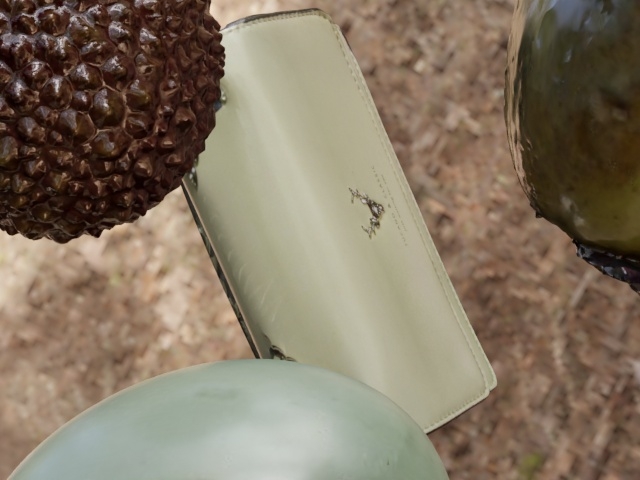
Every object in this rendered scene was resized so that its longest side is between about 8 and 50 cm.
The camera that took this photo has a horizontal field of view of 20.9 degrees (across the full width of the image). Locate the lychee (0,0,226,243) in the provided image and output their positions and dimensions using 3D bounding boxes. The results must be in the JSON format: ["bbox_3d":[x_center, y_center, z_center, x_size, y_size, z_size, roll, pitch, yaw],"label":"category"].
[{"bbox_3d":[-0.138,-0.094,0.899,0.188,0.188,0.188,-42,32,35],"label":"lychee"}]

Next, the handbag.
[{"bbox_3d":[0.000,0.000,1.434,0.160,0.358,0.237,-25,-3,21],"label":"handbag"}]

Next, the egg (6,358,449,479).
[{"bbox_3d":[-0.062,0.171,0.937,0.282,0.203,0.203,-20,42,18],"label":"egg"}]

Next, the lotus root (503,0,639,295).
[{"bbox_3d":[0.160,-0.112,0.564,0.275,0.152,0.160,-57,22,13],"label":"lotus root"}]
